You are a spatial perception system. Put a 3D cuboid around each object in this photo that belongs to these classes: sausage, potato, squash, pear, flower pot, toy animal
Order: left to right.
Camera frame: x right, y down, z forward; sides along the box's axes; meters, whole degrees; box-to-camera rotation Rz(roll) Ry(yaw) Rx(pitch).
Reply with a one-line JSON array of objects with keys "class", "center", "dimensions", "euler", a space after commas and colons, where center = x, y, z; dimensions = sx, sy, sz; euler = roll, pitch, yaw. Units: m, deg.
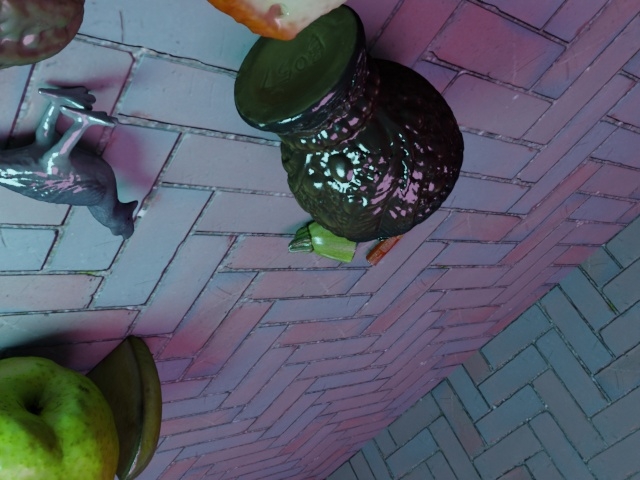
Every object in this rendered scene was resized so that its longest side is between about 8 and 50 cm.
[{"class": "pear", "center": [-0.539, 0.381, 1.094], "dimensions": [0.391, 0.391, 0.391], "euler": [-22, 149, -13]}, {"class": "toy animal", "center": [-0.346, -0.103, 0.795], "dimensions": [0.206, 0.081, 0.367], "euler": [-45, 143, 22]}, {"class": "potato", "center": [-0.408, 0.381, 1.309], "dimensions": [0.269, 0.255, 0.112], "euler": [-42, 147, 22]}, {"class": "squash", "center": [-0.002, -0.008, 1.251], "dimensions": [0.132, 0.105, 0.105], "euler": [3, 141, -15]}, {"class": "flower pot", "center": [0.034, -0.167, 0.867], "dimensions": [0.267, 0.266, 0.267], "euler": [-36, 139, 11]}, {"class": "sausage", "center": [0.154, 0.005, 1.438], "dimensions": [0.034, 0.034, 0.129], "euler": [4, 136, -44]}]

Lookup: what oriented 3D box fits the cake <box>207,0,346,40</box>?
[{"class": "cake", "center": [-0.040, -0.358, 0.481], "dimensions": [0.320, 0.270, 0.270], "euler": [-40, 149, 21]}]

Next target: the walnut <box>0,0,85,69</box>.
[{"class": "walnut", "center": [-0.312, -0.230, 0.552], "dimensions": [0.231, 0.178, 0.178], "euler": [-7, 145, -53]}]
